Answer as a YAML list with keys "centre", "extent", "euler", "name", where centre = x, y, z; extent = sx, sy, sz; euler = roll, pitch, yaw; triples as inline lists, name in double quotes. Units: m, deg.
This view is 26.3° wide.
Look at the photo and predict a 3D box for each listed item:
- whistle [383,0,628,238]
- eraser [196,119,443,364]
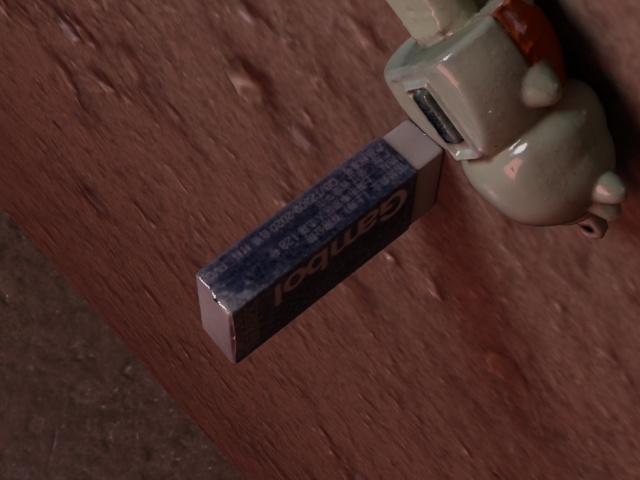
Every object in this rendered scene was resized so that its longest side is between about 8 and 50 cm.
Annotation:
- centre: [0.099, -0.097, 0.821]
  extent: [0.101, 0.106, 0.253]
  euler: [-27, 111, 39]
  name: "whistle"
- centre: [0.000, 0.000, 1.039]
  extent: [0.046, 0.212, 0.092]
  euler: [44, 158, 20]
  name: "eraser"
